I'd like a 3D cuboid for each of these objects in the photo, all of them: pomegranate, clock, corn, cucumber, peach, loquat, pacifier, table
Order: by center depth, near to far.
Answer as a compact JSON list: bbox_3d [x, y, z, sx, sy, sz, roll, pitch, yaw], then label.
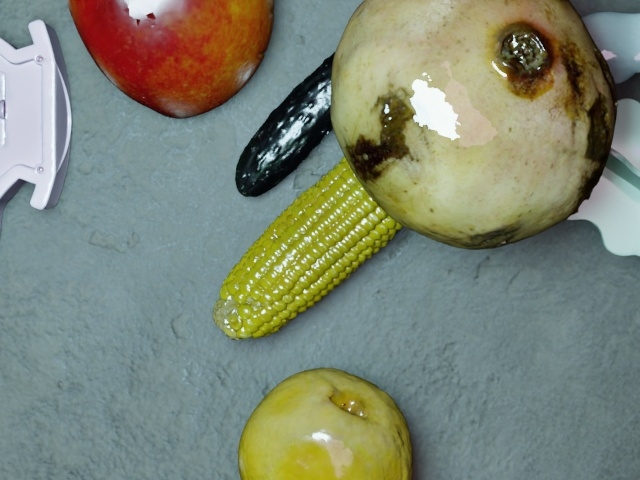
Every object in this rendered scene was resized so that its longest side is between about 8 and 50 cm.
[{"bbox_3d":[0.164,-0.147,1.358,0.322,0.322,0.322,0,93,1],"label":"pomegranate"},{"bbox_3d":[0.383,-0.244,1.432,0.207,0.227,0.279,-6,60,23],"label":"pacifier"},{"bbox_3d":[-0.182,-0.276,1.462,0.248,0.245,0.275,-4,104,28],"label":"peach"},{"bbox_3d":[0.387,-0.055,1.473,0.198,0.166,0.167,34,93,-2],"label":"table"},{"bbox_3d":[0.007,0.254,1.476,0.208,0.208,0.208,0,93,1],"label":"loquat"},{"bbox_3d":[0.000,0.000,1.506,0.322,0.119,0.119,-43,92,5],"label":"corn"},{"bbox_3d":[0.006,-0.169,1.516,0.303,0.072,0.081,-40,92,3],"label":"cucumber"},{"bbox_3d":[-0.444,-0.111,1.521,0.275,0.080,0.290,-3,92,1],"label":"clock"}]
